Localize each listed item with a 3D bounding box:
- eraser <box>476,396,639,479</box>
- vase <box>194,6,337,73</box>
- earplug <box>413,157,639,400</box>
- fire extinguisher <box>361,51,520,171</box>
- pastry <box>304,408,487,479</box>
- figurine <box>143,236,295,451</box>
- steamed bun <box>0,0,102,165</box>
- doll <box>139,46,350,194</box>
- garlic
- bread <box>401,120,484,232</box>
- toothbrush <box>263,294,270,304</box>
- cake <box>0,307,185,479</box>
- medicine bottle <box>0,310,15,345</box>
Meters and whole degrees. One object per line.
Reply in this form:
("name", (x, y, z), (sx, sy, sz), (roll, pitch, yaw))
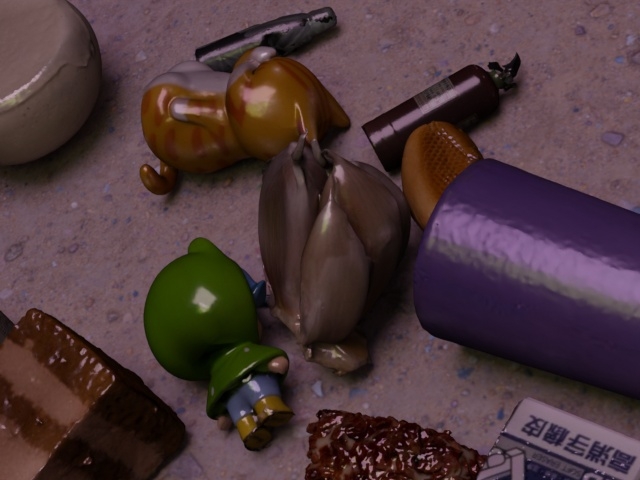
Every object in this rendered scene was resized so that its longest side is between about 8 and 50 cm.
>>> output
("eraser", (0.280, 0.257, 1.500), (0.210, 0.068, 0.124), (19, 64, 34))
("vase", (-0.075, -0.286, 2.071), (0.211, 0.060, 0.060), (-20, 50, 13))
("earplug", (0.337, 0.073, 1.525), (0.455, 0.215, 0.215), (20, 67, 32))
("fire extinguisher", (0.166, -0.179, 1.878), (0.231, 0.071, 0.099), (-31, 21, 2))
("pastry", (0.082, 0.246, 1.589), (0.208, 0.097, 0.115), (12, 73, 30))
("figurine", (-0.120, 0.124, 1.746), (0.162, 0.143, 0.263), (-48, 57, 28))
("steamed bun", (-0.446, -0.227, 2.128), (0.283, 0.177, 0.283), (-12, 50, 15))
("doll", (-0.116, -0.172, 1.946), (0.269, 0.162, 0.167), (-9, 22, 26))
("garlic", (0.000, 0.000, 1.715), (0.210, 0.292, 0.237), (9, 16, 16))
("bread", (0.158, -0.065, 1.783), (0.114, 0.077, 0.189), (-12, 48, -1))
("toothbrush", (-0.126, 0.077, 1.859), (0.219, 0.016, 0.019), (-1, 58, 25))
("cake", (-0.332, 0.258, 1.718), (0.196, 0.199, 0.293), (33, 79, 33))
("medicine bottle", (-0.460, 0.114, 1.911), (0.079, 0.140, 0.079), (-13, 52, 17))
